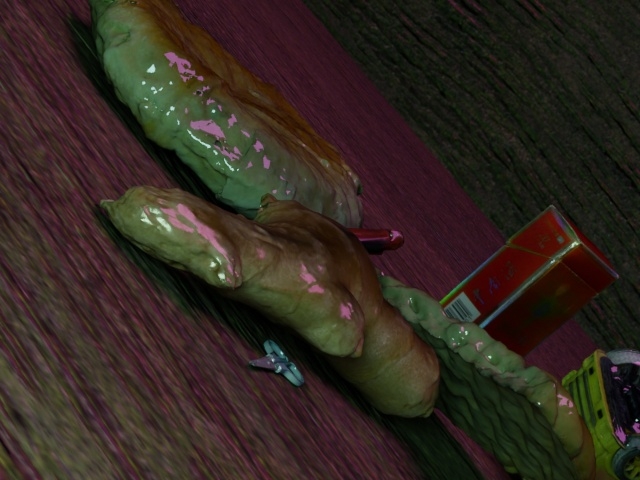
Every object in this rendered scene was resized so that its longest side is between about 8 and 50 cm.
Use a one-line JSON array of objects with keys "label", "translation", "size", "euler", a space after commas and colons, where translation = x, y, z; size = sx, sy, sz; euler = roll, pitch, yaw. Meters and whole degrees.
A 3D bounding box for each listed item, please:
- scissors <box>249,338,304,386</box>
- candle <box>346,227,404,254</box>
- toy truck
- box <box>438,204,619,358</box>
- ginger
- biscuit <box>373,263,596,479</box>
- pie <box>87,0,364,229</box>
[{"label": "scissors", "translation": [-0.030, 0.075, 1.059], "size": [0.036, 0.006, 0.083], "euler": [51, 9, 11]}, {"label": "candle", "translation": [0.001, 0.000, 1.273], "size": [0.167, 0.021, 0.026], "euler": [1, 20, -46]}, {"label": "toy truck", "translation": [0.285, 0.219, 1.475], "size": [0.272, 0.157, 0.124], "euler": [35, 30, -27]}, {"label": "box", "translation": [0.161, 0.056, 1.490], "size": [0.048, 0.175, 0.112], "euler": [54, 10, 31]}, {"label": "ginger", "translation": [-0.017, 0.027, 1.121], "size": [0.333, 0.081, 0.148], "euler": [30, 36, -60]}, {"label": "biscuit", "translation": [0.115, 0.112, 1.282], "size": [0.273, 0.036, 0.187], "euler": [33, -20, 47]}, {"label": "pie", "translation": [-0.076, -0.096, 1.367], "size": [0.306, 0.071, 0.306], "euler": [43, 8, -7]}]
